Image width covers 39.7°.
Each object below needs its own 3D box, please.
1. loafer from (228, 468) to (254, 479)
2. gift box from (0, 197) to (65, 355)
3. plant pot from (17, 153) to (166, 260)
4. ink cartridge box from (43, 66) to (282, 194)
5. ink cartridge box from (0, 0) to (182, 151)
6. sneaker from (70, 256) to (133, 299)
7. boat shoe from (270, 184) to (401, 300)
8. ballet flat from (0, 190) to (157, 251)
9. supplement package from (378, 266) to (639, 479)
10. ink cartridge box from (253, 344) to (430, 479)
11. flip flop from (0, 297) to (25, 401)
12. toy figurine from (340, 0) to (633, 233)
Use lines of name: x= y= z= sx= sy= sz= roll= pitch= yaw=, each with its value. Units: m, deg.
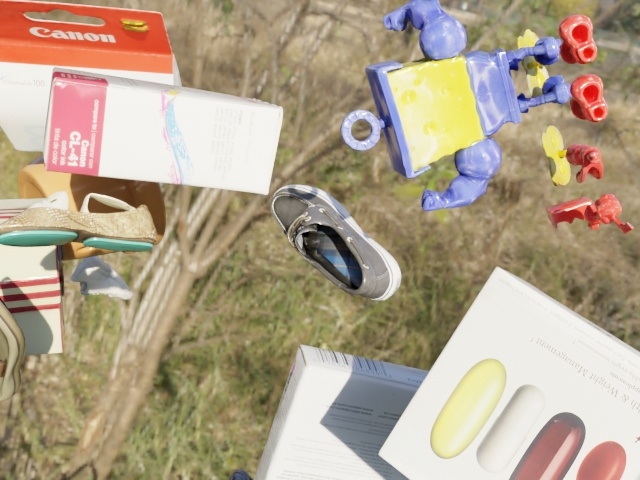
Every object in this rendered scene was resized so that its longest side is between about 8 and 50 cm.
loafer: x=-0.082 y=0.500 z=1.532 sx=0.096 sy=0.268 sz=0.084 roll=-20 pitch=32 yaw=17
gift box: x=-0.568 y=0.057 z=1.488 sx=0.258 sy=0.255 sz=0.276 roll=-3 pitch=13 yaw=-13
plant pot: x=-0.477 y=-0.087 z=1.804 sx=0.203 sy=0.291 sz=0.290 roll=-26 pitch=35 yaw=-33
ink cartridge box: x=-0.232 y=-0.158 z=1.265 sx=0.306 sy=0.131 sz=0.226 roll=7 pitch=11 yaw=-18
ink cartridge box: x=-0.384 y=-0.246 z=1.433 sx=0.308 sy=0.091 sz=0.385 roll=4 pitch=-17 yaw=-1
sneaker: x=-0.532 y=0.104 z=2.137 sx=0.080 sy=0.094 sz=0.212 roll=41 pitch=-8 yaw=30
boat shoe: x=0.000 y=0.000 z=1.105 sx=0.076 sy=0.080 sz=0.228 roll=2 pitch=34 yaw=-49
ballet flat: x=-0.296 y=-0.025 z=1.076 sx=0.206 sy=0.067 sz=0.073 roll=5 pitch=-17 yaw=-42
supplement package: x=0.201 y=0.166 z=0.806 sx=0.194 sy=0.203 sz=0.149 roll=34 pitch=6 yaw=27
ink cartridge box: x=0.079 y=0.320 z=1.170 sx=0.324 sy=0.330 sz=0.071 roll=14 pitch=19 yaw=-15
flip flop: x=-0.455 y=0.136 z=1.176 sx=0.080 sy=0.277 sz=0.112 roll=-28 pitch=66 yaw=-35
toy figurine: x=0.115 y=-0.148 z=0.794 sx=0.217 sy=0.363 sz=0.191 roll=-17 pitch=17 yaw=4
